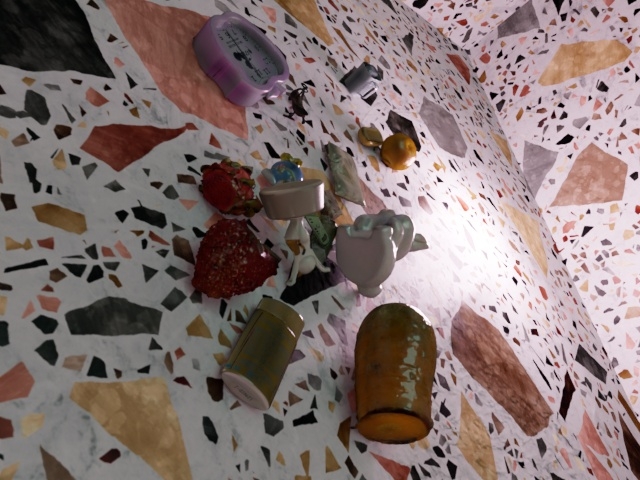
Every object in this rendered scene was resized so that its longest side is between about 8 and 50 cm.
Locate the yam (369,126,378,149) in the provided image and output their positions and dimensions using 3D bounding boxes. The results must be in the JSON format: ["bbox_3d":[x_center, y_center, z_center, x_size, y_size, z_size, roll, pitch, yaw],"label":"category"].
[{"bbox_3d":[0.217,-0.418,2.445,0.021,0.021,0.116,19,49,-41],"label":"yam"}]

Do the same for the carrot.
[{"bbox_3d":[0.196,0.340,1.581,0.224,0.224,0.340,34,42,-27],"label":"carrot"}]

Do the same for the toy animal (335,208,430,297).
[{"bbox_3d":[0.202,0.026,1.895,0.368,0.196,0.241,-30,123,-54],"label":"toy animal"}]

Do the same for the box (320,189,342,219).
[{"bbox_3d":[0.024,-0.114,1.927,0.062,0.045,0.098,-11,71,-52],"label":"box"}]

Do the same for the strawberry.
[{"bbox_3d":[-0.212,0.052,1.404,0.201,0.184,0.186,-45,135,-18],"label":"strawberry"}]

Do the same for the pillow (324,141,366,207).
[{"bbox_3d":[0.085,-0.229,2.098,0.148,0.050,0.229,16,52,-37],"label":"pillow"}]

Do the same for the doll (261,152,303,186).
[{"bbox_3d":[-0.106,-0.157,1.762,0.135,0.099,0.241,55,26,-37],"label":"doll"}]

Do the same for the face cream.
[{"bbox_3d":[-0.127,0.251,1.407,0.139,0.067,0.285,45,36,-14],"label":"face cream"}]

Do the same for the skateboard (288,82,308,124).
[{"bbox_3d":[-0.073,-0.490,2.106,0.067,0.080,0.151,19,45,-32],"label":"skateboard"}]

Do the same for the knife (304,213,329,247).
[{"bbox_3d":[-0.031,-0.078,1.789,0.043,0.019,0.293,-11,44,-18],"label":"knife"}]

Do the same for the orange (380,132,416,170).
[{"bbox_3d":[0.313,-0.358,2.423,0.155,0.134,0.154,8,77,-38],"label":"orange"}]

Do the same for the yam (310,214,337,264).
[{"bbox_3d":[0.000,0.000,1.772,0.078,0.078,0.179,44,36,-15],"label":"yam"}]

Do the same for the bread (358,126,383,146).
[{"bbox_3d":[0.195,-0.408,2.379,0.115,0.056,0.082,-6,68,-44],"label":"bread"}]

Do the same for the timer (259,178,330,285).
[{"bbox_3d":[-0.057,-0.020,1.617,0.175,0.175,0.265,-29,113,-56],"label":"timer"}]

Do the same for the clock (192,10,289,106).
[{"bbox_3d":[-0.250,-0.584,1.959,0.339,0.102,0.338,31,41,-31],"label":"clock"}]

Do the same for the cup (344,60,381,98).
[{"bbox_3d":[0.188,-0.668,2.530,0.095,0.129,0.128,-1,62,-50],"label":"cup"}]

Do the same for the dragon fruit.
[{"bbox_3d":[-0.227,-0.127,1.575,0.208,0.133,0.150,42,59,-45],"label":"dragon fruit"}]
